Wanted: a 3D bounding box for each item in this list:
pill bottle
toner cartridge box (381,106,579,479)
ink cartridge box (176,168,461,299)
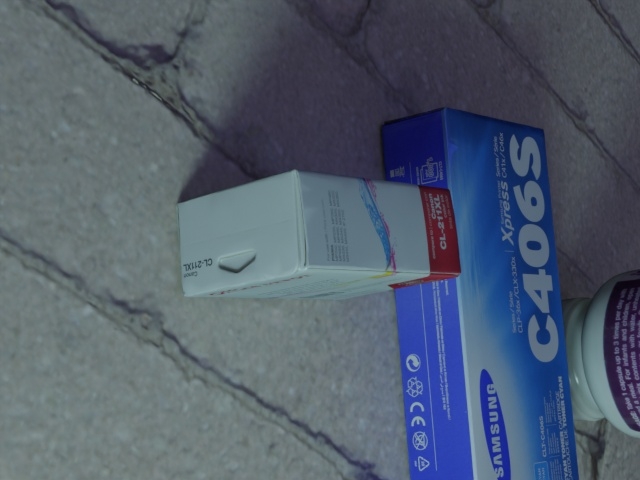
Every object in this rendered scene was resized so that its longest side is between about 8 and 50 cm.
[{"bbox_3d":[0.358,0.103,1.111,0.169,0.302,0.169,13,73,-47],"label":"pill bottle"},{"bbox_3d":[0.146,0.064,1.056,0.165,0.075,0.347,3,80,-47],"label":"toner cartridge box"},{"bbox_3d":[0.000,0.000,0.867,0.175,0.127,0.072,5,77,-48],"label":"ink cartridge box"}]
